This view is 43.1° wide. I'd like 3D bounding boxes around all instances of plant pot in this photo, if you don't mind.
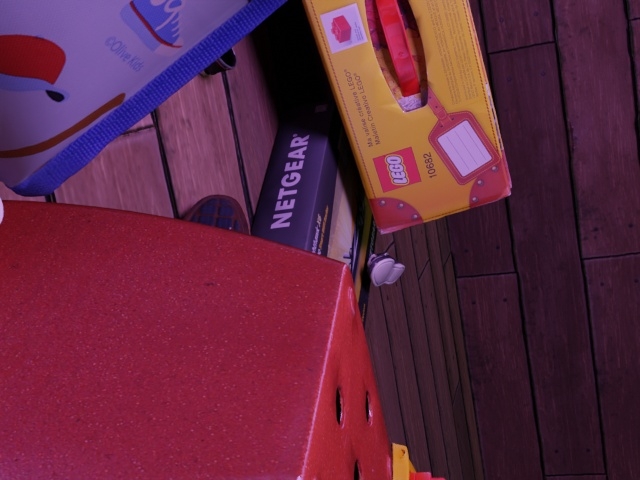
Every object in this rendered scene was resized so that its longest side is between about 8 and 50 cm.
[{"bbox_3d":[-0.090,0.142,0.461,0.267,0.235,0.268,-75,157,-56],"label":"plant pot"}]

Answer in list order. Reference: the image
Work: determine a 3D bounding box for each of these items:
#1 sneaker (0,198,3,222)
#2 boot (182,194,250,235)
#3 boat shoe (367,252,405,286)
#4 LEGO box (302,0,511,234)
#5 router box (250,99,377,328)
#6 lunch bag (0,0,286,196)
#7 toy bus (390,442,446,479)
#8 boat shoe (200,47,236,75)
[{"bbox_3d":[-0.240,-0.028,0.328,0.235,0.094,0.090,13,73,-70],"label":"sneaker"},{"bbox_3d":[-0.109,0.064,0.787,0.106,0.082,0.219,97,-3,-51],"label":"boot"},{"bbox_3d":[0.086,0.037,1.159,0.046,0.038,0.125,-56,161,12],"label":"boat shoe"},{"bbox_3d":[0.084,-0.326,1.124,0.372,0.193,0.500,-95,166,-61],"label":"LEGO box"},{"bbox_3d":[0.000,0.000,1.099,0.309,0.080,0.243,-80,156,-43],"label":"router box"},{"bbox_3d":[-0.097,-0.237,0.307,0.239,0.385,0.328,54,3,24],"label":"lunch bag"},{"bbox_3d":[0.062,0.307,0.972,0.220,0.211,0.150,63,28,-44],"label":"toy bus"},{"bbox_3d":[-0.128,-0.231,0.848,0.133,0.042,0.049,63,29,-45],"label":"boat shoe"}]
